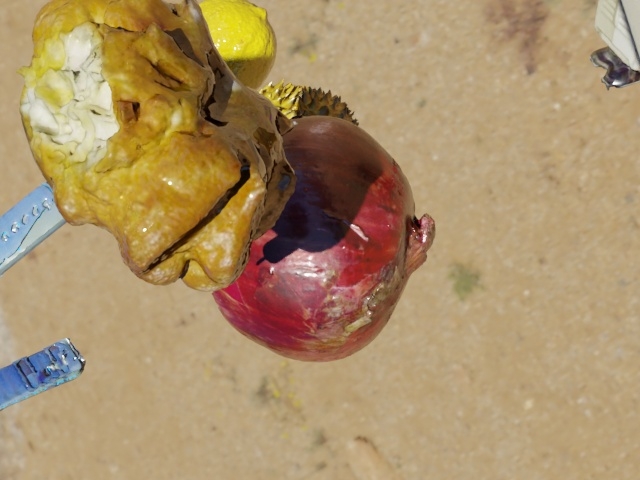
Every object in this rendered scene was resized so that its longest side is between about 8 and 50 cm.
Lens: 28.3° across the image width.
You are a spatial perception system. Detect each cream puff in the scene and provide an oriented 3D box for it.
[{"bbox_3d":[-0.132,-0.086,1.008,0.155,0.241,0.269,-34,91,21],"label":"cream puff"}]

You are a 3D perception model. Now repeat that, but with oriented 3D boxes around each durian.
[{"bbox_3d":[-0.041,-0.119,1.802,0.138,0.249,0.183,28,162,25],"label":"durian"}]

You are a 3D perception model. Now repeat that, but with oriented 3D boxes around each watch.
[{"bbox_3d":[-0.378,0.098,1.332,0.068,0.275,0.276,48,148,34],"label":"watch"}]

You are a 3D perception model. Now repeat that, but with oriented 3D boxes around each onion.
[{"bbox_3d":[0.000,0.000,1.428,0.276,0.276,0.276,35,138,39],"label":"onion"}]

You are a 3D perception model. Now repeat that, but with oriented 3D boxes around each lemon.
[{"bbox_3d":[-0.166,-0.316,2.128,0.180,0.181,0.193,47,129,26],"label":"lemon"}]

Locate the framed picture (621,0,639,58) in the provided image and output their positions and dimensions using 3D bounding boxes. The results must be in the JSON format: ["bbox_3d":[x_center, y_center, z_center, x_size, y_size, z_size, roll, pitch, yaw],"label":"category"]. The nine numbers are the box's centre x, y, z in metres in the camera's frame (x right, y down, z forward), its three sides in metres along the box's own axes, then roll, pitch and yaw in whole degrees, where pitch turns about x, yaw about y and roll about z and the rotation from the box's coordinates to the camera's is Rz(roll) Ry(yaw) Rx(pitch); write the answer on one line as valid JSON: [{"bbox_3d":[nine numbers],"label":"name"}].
[{"bbox_3d":[0.217,-0.235,0.854,0.016,0.184,0.250,-15,95,35],"label":"framed picture"}]

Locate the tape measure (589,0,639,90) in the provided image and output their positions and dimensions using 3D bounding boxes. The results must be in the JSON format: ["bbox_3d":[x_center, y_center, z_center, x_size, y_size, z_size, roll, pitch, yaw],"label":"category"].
[{"bbox_3d":[0.430,-0.310,1.404,0.133,0.231,0.271,-119,25,-47],"label":"tape measure"}]
